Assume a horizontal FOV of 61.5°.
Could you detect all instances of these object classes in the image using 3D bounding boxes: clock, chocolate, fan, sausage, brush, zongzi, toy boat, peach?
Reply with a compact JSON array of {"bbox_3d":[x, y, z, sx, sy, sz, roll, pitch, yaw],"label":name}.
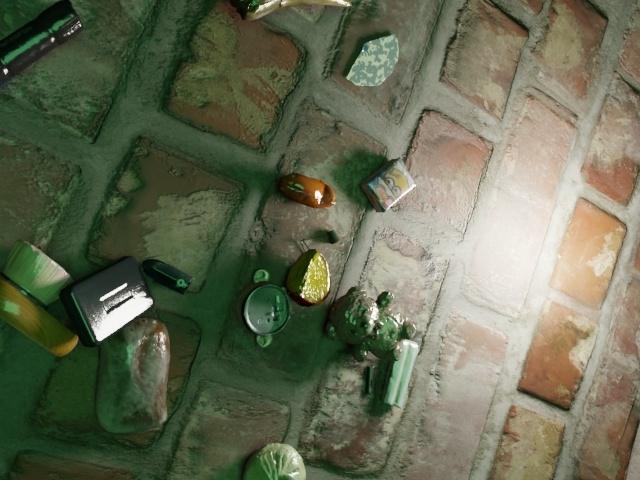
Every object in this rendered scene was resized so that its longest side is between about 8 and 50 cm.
[{"bbox_3d":[-0.161,0.198,1.558,0.156,0.063,0.229,-2,95,-25],"label":"clock"},{"bbox_3d":[-0.482,0.357,1.398,0.185,0.100,0.303,1,95,-29],"label":"chocolate"},{"bbox_3d":[0.173,-0.568,1.710,0.240,0.009,0.131,-45,110,-17],"label":"fan"},{"bbox_3d":[-0.038,-0.146,1.594,0.179,0.089,0.089,20,84,-28],"label":"sausage"},{"bbox_3d":[-0.658,0.142,1.268,0.166,0.174,0.266,-52,120,-25],"label":"brush"},{"bbox_3d":[-0.076,-0.679,1.520,0.300,0.145,0.274,37,81,-29],"label":"zongzi"},{"bbox_3d":[-0.414,0.091,1.436,0.141,0.060,0.055,31,79,-16],"label":"toy boat"},{"bbox_3d":[-0.040,0.112,1.594,0.127,0.092,0.172,3,85,-38],"label":"peach"}]

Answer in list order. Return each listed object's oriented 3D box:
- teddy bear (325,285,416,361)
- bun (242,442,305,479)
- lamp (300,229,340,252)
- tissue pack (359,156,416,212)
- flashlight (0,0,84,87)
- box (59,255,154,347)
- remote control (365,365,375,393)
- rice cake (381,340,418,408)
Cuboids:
[{"bbox_3d":[0.157,0.262,1.667,0.267,0.151,0.236,33,85,-28],"label":"teddy bear"},{"bbox_3d":[-0.128,0.699,1.569,0.195,0.118,0.195,-3,96,-28],"label":"bun"},{"bbox_3d":[0.001,-0.001,1.644,0.121,0.041,0.054,-26,95,-25],"label":"lamp"},{"bbox_3d":[0.218,-0.177,1.720,0.155,0.065,0.115,-40,107,-19],"label":"tissue pack"},{"bbox_3d":[-0.731,-0.412,1.237,0.424,0.103,0.103,-45,110,-17],"label":"flashlight"},{"bbox_3d":[-0.517,0.144,1.323,0.230,0.050,0.160,-42,115,-61],"label":"box"},{"bbox_3d":[0.165,0.455,1.752,0.034,0.016,0.091,3,91,-21],"label":"remote control"},{"bbox_3d":[0.262,0.440,1.784,0.085,0.040,0.226,18,85,-26],"label":"rice cake"}]
